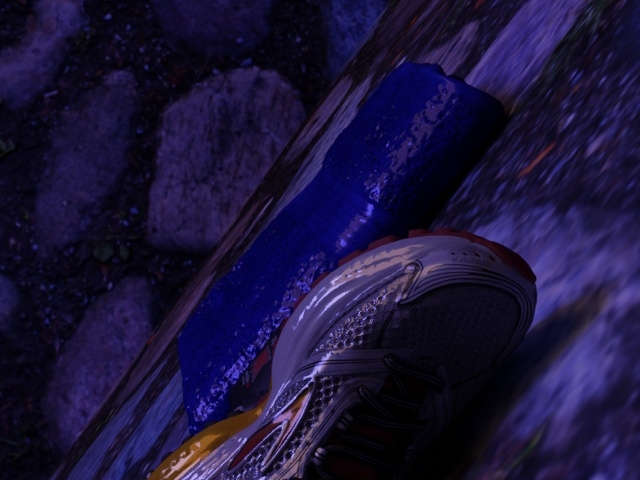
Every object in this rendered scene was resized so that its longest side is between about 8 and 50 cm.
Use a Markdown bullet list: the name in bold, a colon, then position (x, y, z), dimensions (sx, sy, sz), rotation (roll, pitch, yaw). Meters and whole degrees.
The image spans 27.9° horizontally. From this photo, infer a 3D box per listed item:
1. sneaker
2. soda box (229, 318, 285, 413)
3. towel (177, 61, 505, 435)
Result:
- **sneaker**: position (0.009, 0.091, 0.518), dimensions (0.225, 0.088, 0.093), rotation (-51, 28, 18)
- **soda box**: position (-0.011, 0.092, 0.677), dimensions (0.060, 0.053, 0.169), rotation (-53, 7, 2)
- **towel**: position (0.000, 0.000, 0.949), dimensions (0.308, 0.076, 0.227), rotation (-53, 7, 2)
